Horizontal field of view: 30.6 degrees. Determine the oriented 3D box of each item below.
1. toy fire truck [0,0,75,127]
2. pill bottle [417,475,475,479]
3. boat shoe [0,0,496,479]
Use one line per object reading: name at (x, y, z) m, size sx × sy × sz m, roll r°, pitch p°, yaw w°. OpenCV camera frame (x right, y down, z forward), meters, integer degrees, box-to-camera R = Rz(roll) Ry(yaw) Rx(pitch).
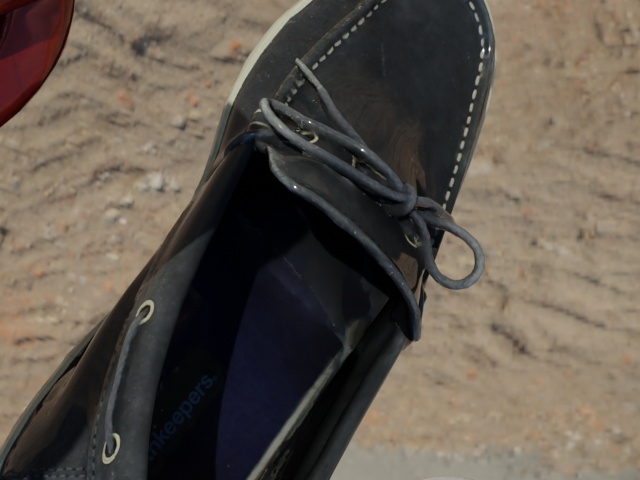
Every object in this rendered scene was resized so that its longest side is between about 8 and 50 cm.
toy fire truck at (-0.174, -0.030, 0.366) m, size 0.217 × 0.158 × 0.246 m, roll -28°, pitch 147°, yaw -22°
pill bottle at (0.097, 0.263, 0.729) m, size 0.153 × 0.264 × 0.153 m, roll -1°, pitch 106°, yaw -4°
boat shoe at (0.000, 0.000, 0.693) m, size 0.187 × 0.500 × 0.156 m, roll 46°, pitch 147°, yaw -20°
